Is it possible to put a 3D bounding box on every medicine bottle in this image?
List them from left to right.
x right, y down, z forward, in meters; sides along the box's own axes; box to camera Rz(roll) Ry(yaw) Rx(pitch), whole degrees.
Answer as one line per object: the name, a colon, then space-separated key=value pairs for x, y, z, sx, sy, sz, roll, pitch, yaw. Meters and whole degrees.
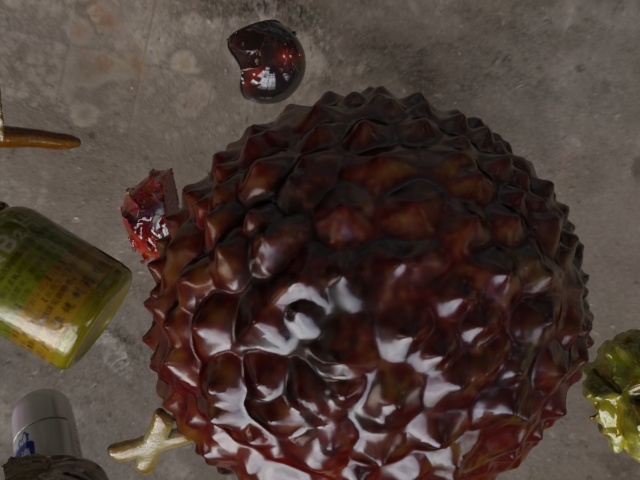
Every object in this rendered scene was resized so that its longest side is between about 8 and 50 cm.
medicine bottle: x=-0.568 y=0.051 z=1.059 sx=0.384 sy=0.224 sz=0.224 roll=32 pitch=87 yaw=-5
medicine bottle: x=-0.571 y=0.456 z=1.206 sx=0.130 sy=0.341 sz=0.130 roll=-17 pitch=131 yaw=-21

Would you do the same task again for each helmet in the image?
helmet: x=-0.135 y=-0.463 z=1.501 sx=0.193 sy=0.189 sz=0.216 roll=25 pitch=98 yaw=14

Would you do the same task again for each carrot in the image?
carrot: x=-0.511 y=-0.172 z=0.946 sx=0.248 sy=0.043 sz=0.043 roll=-5 pitch=93 yaw=-52

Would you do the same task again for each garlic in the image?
garlic: x=-0.321 y=0.359 z=0.708 sx=0.127 sy=0.131 sz=0.194 roll=-8 pitch=92 yaw=-38

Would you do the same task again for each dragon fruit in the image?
dragon fruit: x=-0.442 y=-0.043 z=1.450 sx=0.161 sy=0.126 sz=0.274 roll=-6 pitch=98 yaw=6

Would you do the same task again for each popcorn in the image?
popcorn: x=0.533 y=0.255 z=0.937 sx=0.189 sy=0.169 sz=0.218 roll=-21 pitch=67 yaw=19

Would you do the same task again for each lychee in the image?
lychee: x=0.067 y=0.051 z=0.601 sx=0.500 sy=0.424 sz=0.425 roll=-18 pitch=95 yaw=-32

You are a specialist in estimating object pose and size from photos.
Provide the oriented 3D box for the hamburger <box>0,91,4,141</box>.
hamburger: x=-0.436 y=-0.187 z=0.630 sx=0.135 sy=0.207 sz=0.155 roll=-1 pitch=110 yaw=-40

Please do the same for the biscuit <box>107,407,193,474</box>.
biscuit: x=-0.456 y=0.557 z=1.573 sx=0.208 sy=0.047 sz=0.164 roll=-37 pitch=125 yaw=10
